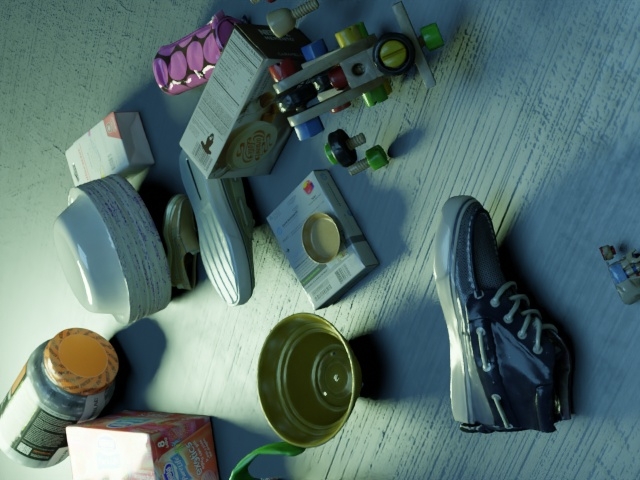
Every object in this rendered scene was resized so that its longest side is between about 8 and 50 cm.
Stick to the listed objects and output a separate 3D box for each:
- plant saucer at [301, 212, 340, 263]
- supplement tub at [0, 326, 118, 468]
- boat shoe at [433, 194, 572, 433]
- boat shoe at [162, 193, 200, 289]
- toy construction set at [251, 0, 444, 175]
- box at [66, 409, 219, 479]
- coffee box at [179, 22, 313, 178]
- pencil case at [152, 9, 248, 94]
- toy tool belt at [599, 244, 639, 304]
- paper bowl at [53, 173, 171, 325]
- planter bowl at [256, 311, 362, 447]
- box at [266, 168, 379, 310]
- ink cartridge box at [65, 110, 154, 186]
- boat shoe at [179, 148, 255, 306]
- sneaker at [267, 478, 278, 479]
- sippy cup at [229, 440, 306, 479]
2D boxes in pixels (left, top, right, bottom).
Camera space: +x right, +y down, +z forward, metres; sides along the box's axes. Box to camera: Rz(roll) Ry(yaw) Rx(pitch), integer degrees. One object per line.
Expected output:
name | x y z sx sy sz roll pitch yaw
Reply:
plant saucer | 0.004 -0.004 1.615 0.083 0.015 0.083 8 102 43
supplement tub | -0.563 0.335 2.158 0.316 0.194 0.193 -50 63 38
boat shoe | 0.259 0.104 1.377 0.158 0.127 0.340 1 105 38
boat shoe | -0.252 0.005 1.897 0.072 0.068 0.189 20 122 28
toy construction set | 0.056 -0.291 1.457 0.237 0.257 0.308 -25 76 20
box | -0.358 0.426 2.000 0.300 0.154 0.142 -7 92 46
coffee box | -0.112 -0.226 1.660 0.098 0.141 0.246 50 126 27
pencil case | -0.213 -0.328 1.778 0.209 0.095 0.098 -17 120 43
toy tool belt | 0.394 0.037 1.277 0.051 0.052 0.083 -23 82 12
paper bowl | -0.411 0.026 1.931 0.284 0.148 0.284 45 147 40
planter bowl | 0.001 0.226 1.647 0.217 0.090 0.217 -5 82 42
box | 0.000 0.000 1.658 0.145 0.038 0.186 -44 68 39
ink cartridge box | -0.428 -0.169 2.032 0.198 0.067 0.115 -26 78 42
boat shoe | -0.160 -0.036 1.768 0.109 0.094 0.302 -26 77 54
sneaker | -0.151 0.517 1.781 0.087 0.128 0.221 25 85 41
sippy cup | -0.029 0.498 1.638 0.224 0.240 0.305 -11 127 24
